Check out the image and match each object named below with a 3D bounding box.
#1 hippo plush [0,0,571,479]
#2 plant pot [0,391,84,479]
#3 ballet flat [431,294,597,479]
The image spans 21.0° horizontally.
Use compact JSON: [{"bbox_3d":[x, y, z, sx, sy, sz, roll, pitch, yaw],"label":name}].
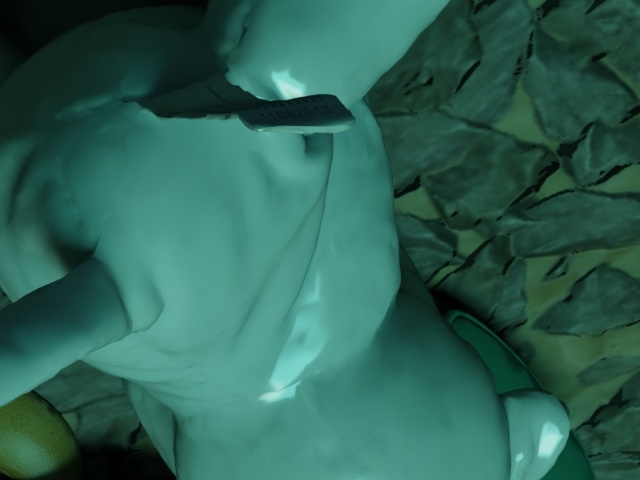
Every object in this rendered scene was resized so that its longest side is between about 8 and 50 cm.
[{"bbox_3d":[0.000,0.000,0.581,0.234,0.294,0.236,-39,120,-4],"label":"hippo plush"},{"bbox_3d":[-0.233,0.147,0.866,0.236,0.032,0.236,-11,138,-10],"label":"plant pot"},{"bbox_3d":[0.017,0.075,0.845,0.124,0.116,0.342,-17,142,27],"label":"ballet flat"}]
